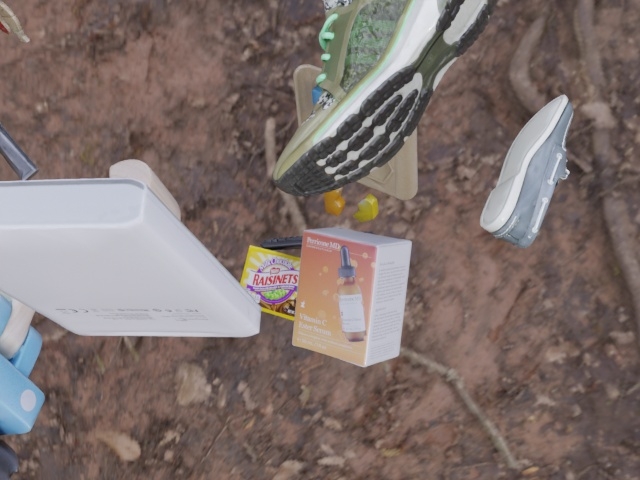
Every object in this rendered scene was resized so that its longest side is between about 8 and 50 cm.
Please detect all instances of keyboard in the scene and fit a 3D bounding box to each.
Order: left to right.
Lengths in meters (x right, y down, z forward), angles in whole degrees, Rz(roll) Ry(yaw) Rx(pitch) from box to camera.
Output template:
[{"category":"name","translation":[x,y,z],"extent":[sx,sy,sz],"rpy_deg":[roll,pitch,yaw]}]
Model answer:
[{"category":"keyboard","translation":[0.000,0.000,1.609],"extent":[0.180,0.108,0.023],"rpy_deg":[-3,86,11]}]

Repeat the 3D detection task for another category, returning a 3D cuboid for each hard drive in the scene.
[{"category":"hard drive","translation":[-0.190,0.027,0.853],"extent":[0.203,0.307,0.040],"rpy_deg":[-1,69,13]}]

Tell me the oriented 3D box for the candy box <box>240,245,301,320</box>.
[{"category":"candy box","translation":[-0.054,0.076,1.642],"extent":[0.027,0.206,0.105],"rpy_deg":[19,85,-48]}]

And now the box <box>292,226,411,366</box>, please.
[{"category":"box","translation":[0.043,0.075,1.388],"extent":[0.091,0.130,0.170],"rpy_deg":[-7,105,-53]}]

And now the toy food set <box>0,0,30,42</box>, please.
[{"category":"toy food set","translation":[-0.417,-0.311,1.256],"extent":[0.078,0.122,0.019],"rpy_deg":[21,57,38]}]

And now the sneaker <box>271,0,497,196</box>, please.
[{"category":"sneaker","translation":[0.057,-0.237,1.249],"extent":[0.182,0.158,0.410],"rpy_deg":[36,86,28]}]

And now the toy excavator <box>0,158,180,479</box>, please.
[{"category":"toy excavator","translation":[-0.424,0.100,1.245],"extent":[0.433,0.222,0.445],"rpy_deg":[-8,48,26]}]

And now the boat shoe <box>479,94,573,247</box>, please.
[{"category":"boat shoe","translation":[0.401,-0.127,1.822],"extent":[0.099,0.116,0.319],"rpy_deg":[35,67,-13]}]

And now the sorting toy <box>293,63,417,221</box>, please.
[{"category":"sorting toy","translation":[0.059,-0.143,1.707],"extent":[0.229,0.307,0.041],"rpy_deg":[21,48,27]}]

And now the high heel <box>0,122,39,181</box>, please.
[{"category":"high heel","translation":[-0.648,-0.120,1.712],"extent":[0.261,0.093,0.186],"rpy_deg":[-42,95,-27]}]
